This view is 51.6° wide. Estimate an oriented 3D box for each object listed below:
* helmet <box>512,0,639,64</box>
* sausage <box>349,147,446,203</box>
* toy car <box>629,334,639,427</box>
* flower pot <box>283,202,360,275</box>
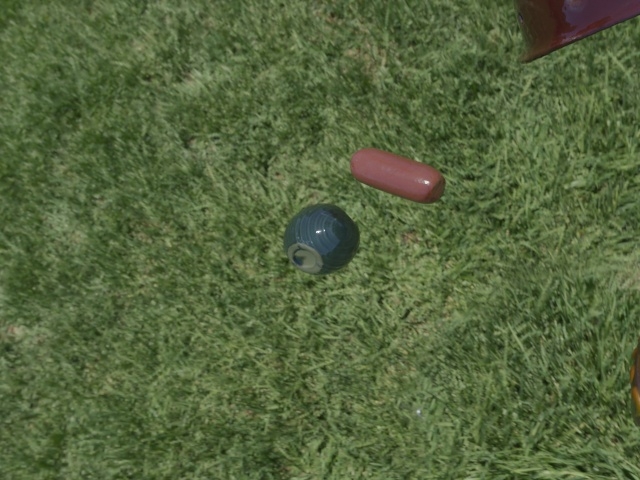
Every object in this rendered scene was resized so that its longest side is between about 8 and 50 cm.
[{"bbox_3d":[0.359,-0.388,0.778,0.338,0.385,0.230,-20,105,34],"label":"helmet"},{"bbox_3d":[0.116,-0.101,1.021,0.154,0.062,0.062,23,82,28],"label":"sausage"},{"bbox_3d":[0.566,0.249,0.918,0.241,0.340,0.271,8,45,34],"label":"toy car"},{"bbox_3d":[0.000,0.000,1.757,0.157,0.189,0.243,-48,9,-31],"label":"flower pot"}]
